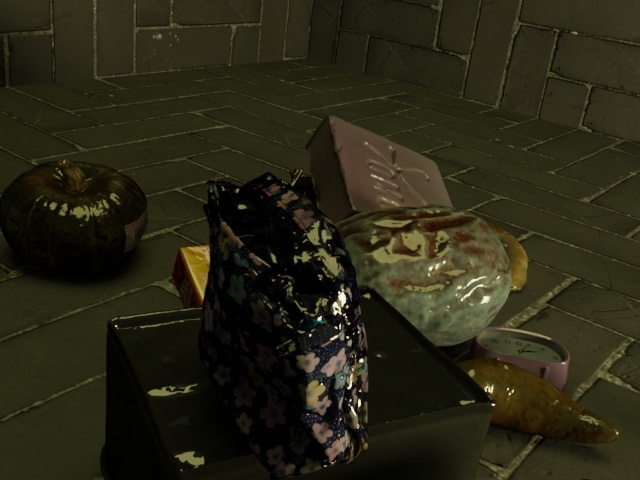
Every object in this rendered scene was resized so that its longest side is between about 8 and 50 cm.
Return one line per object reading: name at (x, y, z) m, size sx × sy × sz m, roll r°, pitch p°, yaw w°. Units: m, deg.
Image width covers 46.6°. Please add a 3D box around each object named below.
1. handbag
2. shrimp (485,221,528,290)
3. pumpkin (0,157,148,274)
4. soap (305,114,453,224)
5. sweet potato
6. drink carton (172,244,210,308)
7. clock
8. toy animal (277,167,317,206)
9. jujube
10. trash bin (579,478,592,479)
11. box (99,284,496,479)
handbag at (-0.036, 0.058, 0.624) m, size 0.127 × 0.207 × 0.228 m, roll -10°, pitch 32°, yaw -23°
shrimp at (0.330, 0.022, 1.530) m, size 0.185 × 0.068 × 0.287 m, roll -13°, pitch 40°, yaw -31°
pumpkin at (-0.434, -0.057, 1.312) m, size 0.261 × 0.189 × 0.260 m, roll 4°, pitch 23°, yaw -2°
soap at (0.125, -0.076, 1.429) m, size 0.286 × 0.107 × 0.296 m, roll 19°, pitch 38°, yaw -28°
sweet potato at (0.230, 0.215, 0.994) m, size 0.310 × 0.098 × 0.124 m, roll 5°, pitch 45°, yaw -9°
drink carton at (-0.132, 0.108, 1.064) m, size 0.096 × 0.071 × 0.222 m, roll -7°, pitch 50°, yaw -30°
clock at (0.308, 0.176, 1.159) m, size 0.153 × 0.050 × 0.110 m, roll 10°, pitch 23°, yaw 7°
toy animal at (-0.037, -0.091, 1.654) m, size 0.219 × 0.116 × 0.179 m, roll 4°, pitch -6°, yaw 6°
jujube at (0.140, 0.054, 1.148) m, size 0.308 × 0.215 × 0.246 m, roll -10°, pitch 8°, yaw -21°
trash bin at (0.288, 0.343, 0.587) m, size 0.182 × 0.209 × 0.290 m, roll -15°, pitch 26°, yaw -38°
box at (-0.034, 0.209, 0.792) m, size 0.346 × 0.204 × 0.251 m, roll -6°, pitch 28°, yaw -27°
